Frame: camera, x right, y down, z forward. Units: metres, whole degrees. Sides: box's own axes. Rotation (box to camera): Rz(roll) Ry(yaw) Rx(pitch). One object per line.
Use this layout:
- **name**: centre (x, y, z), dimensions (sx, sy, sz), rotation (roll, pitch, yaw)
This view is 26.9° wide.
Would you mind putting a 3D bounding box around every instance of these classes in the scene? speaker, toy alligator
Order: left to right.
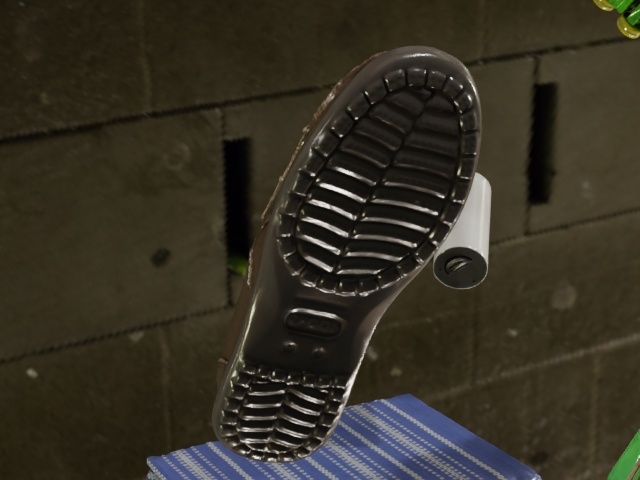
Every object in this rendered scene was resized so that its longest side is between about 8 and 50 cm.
- **speaker**: centre (0.144, -0.012, 1.359), dimensions (0.055, 0.136, 0.055), rotation (4, 127, 5)
- **toy alligator**: centre (0.339, -0.232, 1.362), dimensions (0.051, 0.190, 0.056), rotation (-30, 165, -41)

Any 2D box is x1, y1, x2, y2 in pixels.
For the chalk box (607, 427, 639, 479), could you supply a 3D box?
- **chalk box**: centre (0.283, 0.192, 0.882), dimensions (0.132, 0.213, 0.132), rotation (26, 98, -38)

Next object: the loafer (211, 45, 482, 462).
- **loafer**: centre (0.000, 0.000, 1.050), dimensions (0.133, 0.130, 0.366), rotation (20, 115, -19)

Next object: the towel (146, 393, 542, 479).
- **towel**: centre (0.024, 0.239, 1.337), dimensions (0.336, 0.243, 0.040), rotation (-10, 110, -31)
